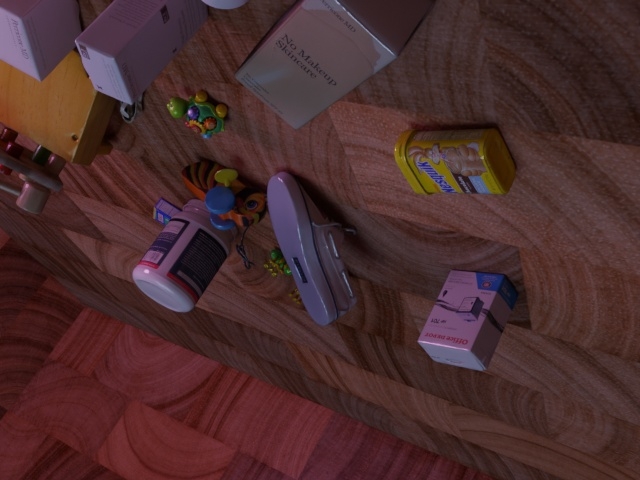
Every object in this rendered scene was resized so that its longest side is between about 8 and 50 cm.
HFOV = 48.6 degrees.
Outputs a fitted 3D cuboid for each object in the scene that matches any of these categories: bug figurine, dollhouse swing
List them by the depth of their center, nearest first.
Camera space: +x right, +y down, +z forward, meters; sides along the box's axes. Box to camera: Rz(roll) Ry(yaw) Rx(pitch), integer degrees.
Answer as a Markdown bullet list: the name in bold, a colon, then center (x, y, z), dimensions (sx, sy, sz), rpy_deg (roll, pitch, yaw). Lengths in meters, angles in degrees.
- **dollhouse swing**: center (-0.645, -0.379, 1.728), dimensions (0.347, 0.305, 0.315), rpy_deg (30, 114, 3)
- **bug figurine**: center (-0.037, 0.094, 1.913), dimensions (0.216, 0.072, 0.279), rpy_deg (43, 158, -11)

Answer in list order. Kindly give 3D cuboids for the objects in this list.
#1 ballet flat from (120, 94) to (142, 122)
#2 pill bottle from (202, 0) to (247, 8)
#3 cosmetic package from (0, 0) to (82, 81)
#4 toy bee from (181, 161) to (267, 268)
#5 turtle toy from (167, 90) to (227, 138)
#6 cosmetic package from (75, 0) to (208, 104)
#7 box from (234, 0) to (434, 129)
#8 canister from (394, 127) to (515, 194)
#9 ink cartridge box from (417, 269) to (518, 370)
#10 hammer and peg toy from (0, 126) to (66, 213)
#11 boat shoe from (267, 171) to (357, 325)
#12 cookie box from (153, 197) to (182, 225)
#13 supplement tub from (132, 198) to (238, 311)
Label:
- **ballet flat**: center (-0.432, -0.321, 1.600), dimensions (0.057, 0.052, 0.168), rpy_deg (28, 155, 7)
- **pill bottle**: center (-0.133, -0.428, 0.977), dimensions (0.121, 0.121, 0.216), rpy_deg (29, 156, 6)
- **cosmetic package**: center (-0.679, -0.504, 1.418), dimensions (0.366, 0.155, 0.197), rpy_deg (29, 153, 7)
- **toy bee**: center (-0.192, -0.087, 1.695), dimensions (0.298, 0.162, 0.195), rpy_deg (57, 164, 3)
- **turtle toy**: center (-0.259, -0.264, 1.494), dimensions (0.130, 0.066, 0.095), rpy_deg (33, 156, -3)
- **cosmetic package**: center (-0.286, -0.348, 1.168), dimensions (0.086, 0.231, 0.117), rpy_deg (25, 156, 13)
- **box**: center (0.008, -0.297, 1.061), dimensions (0.148, 0.121, 0.311), rpy_deg (39, 155, -15)
- **canister**: center (0.226, -0.131, 1.188), dimensions (0.170, 0.073, 0.126), rpy_deg (5, 145, 42)
- **ink cartridge box**: center (0.313, 0.165, 1.504), dimensions (0.140, 0.190, 0.082), rpy_deg (4, 144, 45)
- **hammer and peg toy**: center (-0.736, -0.202, 1.661), dimensions (0.266, 0.127, 0.361), rpy_deg (30, -176, -34)
- **boat shoe**: center (0.005, 0.001, 1.628), dimensions (0.136, 0.157, 0.366), rpy_deg (-5, 109, 59)
- **cookie box**: center (-0.441, -0.068, 2.104), dimensions (0.107, 0.040, 0.092), rpy_deg (33, 156, -1)
- **supplement tub**: center (-0.367, 0.042, 1.948), dimensions (0.191, 0.272, 0.191), rpy_deg (26, 155, 13)
